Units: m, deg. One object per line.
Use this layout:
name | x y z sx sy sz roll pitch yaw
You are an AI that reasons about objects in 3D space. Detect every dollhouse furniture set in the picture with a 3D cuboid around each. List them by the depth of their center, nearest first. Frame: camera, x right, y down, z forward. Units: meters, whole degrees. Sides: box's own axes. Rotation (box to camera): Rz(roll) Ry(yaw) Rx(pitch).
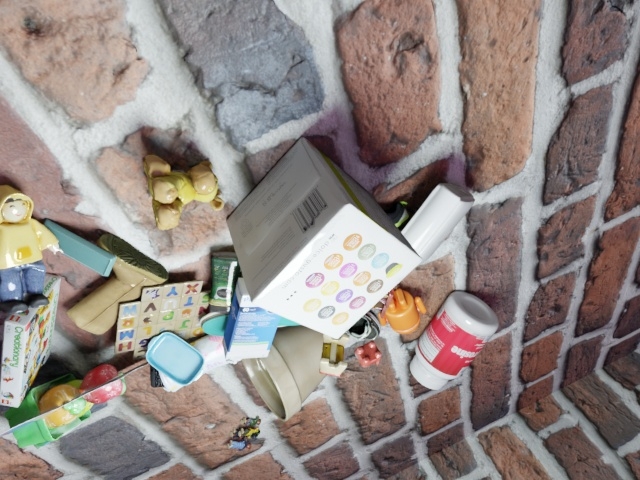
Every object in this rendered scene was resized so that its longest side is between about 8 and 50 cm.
dollhouse furniture set | 0.111 0.256 1.421 0.201 0.374 0.152 10 141 -1

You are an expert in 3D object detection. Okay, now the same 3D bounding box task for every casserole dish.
casserole dish | -0.450 0.367 1.422 0.188 0.037 0.114 37 77 -5

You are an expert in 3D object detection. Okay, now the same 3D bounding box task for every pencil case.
pencil case | -0.398 0.391 1.509 0.273 0.113 0.124 -22 93 -15

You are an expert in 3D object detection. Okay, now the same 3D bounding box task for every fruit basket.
fruit basket | -0.689 0.462 1.338 0.353 0.165 0.327 -20 176 -5

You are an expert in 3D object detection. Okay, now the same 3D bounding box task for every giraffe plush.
giraffe plush | -0.324 -0.126 1.107 0.170 0.210 0.181 -12 106 -23

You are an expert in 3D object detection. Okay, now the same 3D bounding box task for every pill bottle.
pill bottle | 0.550 0.434 1.935 0.229 0.229 0.408 7 123 -30

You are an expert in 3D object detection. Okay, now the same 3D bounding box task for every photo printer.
photo printer | 0.355 -0.039 1.480 0.307 0.107 0.256 -55 161 21

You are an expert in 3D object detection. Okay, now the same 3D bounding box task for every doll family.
doll family | -0.318 0.837 1.961 0.111 0.076 0.193 23 119 -42

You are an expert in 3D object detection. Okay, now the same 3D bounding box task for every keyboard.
keyboard | -0.531 0.447 1.566 0.100 0.038 0.192 -4 129 -23

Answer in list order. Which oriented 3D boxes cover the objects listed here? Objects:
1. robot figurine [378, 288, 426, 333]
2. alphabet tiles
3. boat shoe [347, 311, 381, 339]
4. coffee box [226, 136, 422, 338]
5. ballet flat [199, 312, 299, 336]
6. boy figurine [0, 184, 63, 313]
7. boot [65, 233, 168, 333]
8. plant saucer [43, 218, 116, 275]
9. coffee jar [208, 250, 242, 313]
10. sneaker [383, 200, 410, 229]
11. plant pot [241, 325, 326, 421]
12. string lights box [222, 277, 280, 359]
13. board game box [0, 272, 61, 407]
robot figurine | 0.316 0.279 1.766 0.158 0.128 0.219 -46 136 -19
alphabet tiles | -0.473 0.249 1.400 0.285 0.011 0.342 -6 136 -34
boat shoe | 0.133 0.320 1.718 0.121 0.119 0.335 -43 132 11
coffee box | 0.000 0.000 1.248 0.337 0.338 0.334 -45 132 14
ballet flat | -0.184 0.220 1.474 0.400 0.139 0.139 -8 132 3
boy figurine | -0.690 0.015 1.052 0.177 0.092 0.285 -10 105 -50
boot | -0.592 0.132 1.248 0.269 0.089 0.236 -37 132 8
plant saucer | -0.609 0.021 1.136 0.192 0.018 0.067 31 112 -7
coffee jar | -0.282 0.128 1.355 0.096 0.079 0.184 6 104 -8
sneaker | 0.178 -0.057 1.481 0.234 0.084 0.097 -28 111 -5
plant pot | -0.092 0.408 1.585 0.280 0.323 0.323 -27 135 -25
string lights box | -0.196 0.231 1.332 0.133 0.077 0.260 4 125 -25
board game box | -0.763 0.261 1.197 0.053 0.193 0.305 18 119 -14
